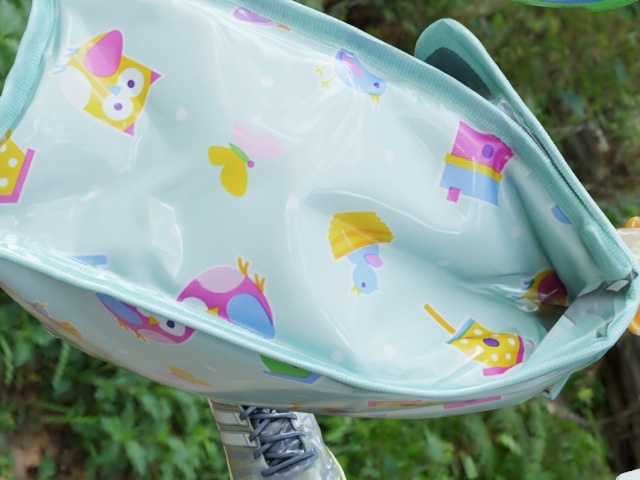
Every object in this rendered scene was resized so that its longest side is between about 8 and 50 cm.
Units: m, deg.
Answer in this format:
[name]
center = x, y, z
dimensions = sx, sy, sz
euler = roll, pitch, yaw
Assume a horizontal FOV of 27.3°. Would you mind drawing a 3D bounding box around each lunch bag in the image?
[lunch bag]
center = 0.000, 0.000, 0.574
dimensions = 0.223, 0.262, 0.160
euler = 89, 19, -76

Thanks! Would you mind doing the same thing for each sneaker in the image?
[sneaker]
center = -0.061, 0.168, 1.290
dimensions = 0.300, 0.111, 0.121
euler = 59, -11, 34

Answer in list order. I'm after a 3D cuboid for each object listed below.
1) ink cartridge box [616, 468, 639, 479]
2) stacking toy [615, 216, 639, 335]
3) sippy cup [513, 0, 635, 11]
[ink cartridge box]
center = 0.475, 0.380, 1.504
dimensions = 0.273, 0.198, 0.115
euler = 62, 28, -8
[stacking toy]
center = 0.282, 0.039, 0.722
dimensions = 0.301, 0.166, 0.175
euler = 13, 65, -13
[sippy cup]
center = 0.133, -0.217, 0.593
dimensions = 0.224, 0.305, 0.240
euler = -94, 166, -77
